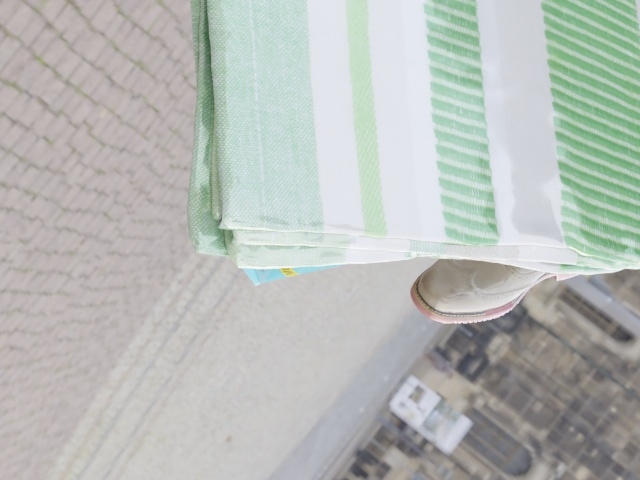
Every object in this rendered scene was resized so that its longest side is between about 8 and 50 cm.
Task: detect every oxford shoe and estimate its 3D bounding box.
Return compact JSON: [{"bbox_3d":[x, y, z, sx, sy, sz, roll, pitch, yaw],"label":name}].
[{"bbox_3d":[0.278,0.008,1.521,0.348,0.123,0.130,-24,149,-28],"label":"oxford shoe"}]

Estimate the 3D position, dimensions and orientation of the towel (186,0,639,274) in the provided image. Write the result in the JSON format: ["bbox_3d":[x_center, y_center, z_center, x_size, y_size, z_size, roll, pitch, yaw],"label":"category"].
[{"bbox_3d":[0.078,-0.102,0.555,0.324,0.248,0.038,4,168,-33],"label":"towel"}]

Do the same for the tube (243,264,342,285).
[{"bbox_3d":[0.000,0.000,1.031,0.207,0.080,0.052,-11,-146,32],"label":"tube"}]
